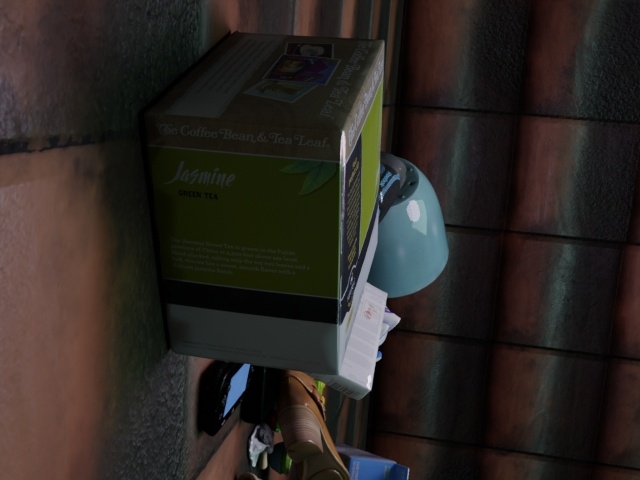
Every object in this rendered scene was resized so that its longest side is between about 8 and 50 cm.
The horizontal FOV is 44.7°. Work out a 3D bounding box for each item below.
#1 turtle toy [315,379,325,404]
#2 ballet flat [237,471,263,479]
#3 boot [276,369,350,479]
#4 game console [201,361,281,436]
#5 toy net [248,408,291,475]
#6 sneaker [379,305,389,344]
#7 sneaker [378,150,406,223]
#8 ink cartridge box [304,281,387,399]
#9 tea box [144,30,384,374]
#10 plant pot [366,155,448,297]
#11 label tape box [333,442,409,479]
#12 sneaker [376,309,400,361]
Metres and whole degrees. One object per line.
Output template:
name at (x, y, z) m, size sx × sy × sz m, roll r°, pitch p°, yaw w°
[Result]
turtle toy at (-0.028, 0.347, 1.767) m, size 0.095 × 0.066 × 0.130 m, roll -58°, pitch 152°, yaw -67°
ballet flat at (-0.137, 0.476, 1.254) m, size 0.248 × 0.086 × 0.086 m, roll -70°, pitch 163°, yaw -58°
boot at (-0.026, 0.374, 1.561) m, size 0.220 × 0.109 × 0.283 m, roll -103°, pitch 168°, yaw -46°
game console at (-0.118, 0.218, 1.261) m, size 0.361 × 0.044 × 0.213 m, roll -41°, pitch 136°, yaw -75°
toy net at (-0.091, 0.385, 1.504) m, size 0.232 × 0.045 × 0.122 m, roll 68°, pitch 30°, yaw -69°
sneaker at (0.067, 0.229, 1.826) m, size 0.366 × 0.137 × 0.210 m, roll -127°, pitch -139°, yaw -71°
sneaker at (0.046, -0.037, 1.602) m, size 0.341 × 0.125 × 0.139 m, roll -57°, pitch -178°, yaw 41°
ink cartridge box at (0.025, 0.157, 1.437) m, size 0.056 × 0.181 × 0.224 m, roll -43°, pitch -156°, yaw 43°
tea box at (-0.047, -0.064, 0.988) m, size 0.329 × 0.220 × 0.323 m, roll -68°, pitch 162°, yaw -59°
plant pot at (0.146, -0.053, 1.803) m, size 0.235 × 0.293 × 0.293 m, roll 77°, pitch 20°, yaw -45°
label tape box at (0.073, 0.649, 1.918) m, size 0.348 × 0.115 × 0.249 m, roll 168°, pitch -68°, yaw -66°
sneaker at (0.047, 0.100, 1.558) m, size 0.130 × 0.236 × 0.322 m, roll -49°, pitch 144°, yaw -73°
